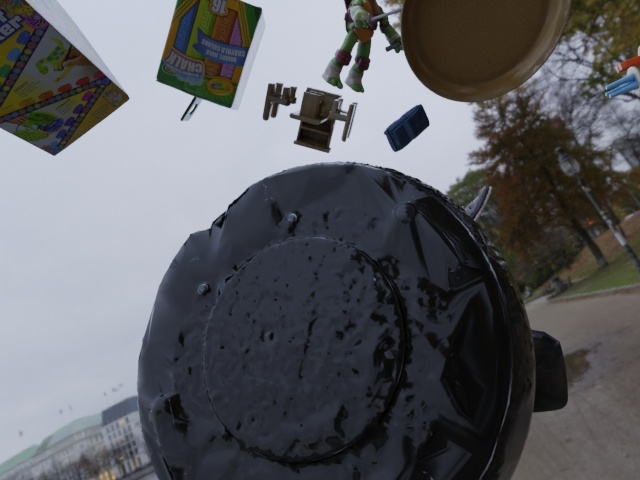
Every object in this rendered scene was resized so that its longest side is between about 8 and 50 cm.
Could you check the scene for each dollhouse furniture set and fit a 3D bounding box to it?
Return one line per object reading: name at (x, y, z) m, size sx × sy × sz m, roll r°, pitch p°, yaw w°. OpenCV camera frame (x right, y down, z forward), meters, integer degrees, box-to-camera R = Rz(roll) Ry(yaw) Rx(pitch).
dollhouse furniture set at (-0.023, -0.308, 1.176) m, size 0.242 × 0.212 × 0.161 m, roll -63°, pitch -12°, yaw -68°

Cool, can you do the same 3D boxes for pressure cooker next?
pressure cooker at (0.061, 0.148, 0.537) m, size 0.375 × 0.370 × 0.420 m, roll -48°, pitch -29°, yaw 0°

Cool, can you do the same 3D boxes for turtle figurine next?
turtle figurine at (0.135, -0.495, 1.118) m, size 0.266 × 0.275 × 0.198 m, roll -62°, pitch -4°, yaw 32°

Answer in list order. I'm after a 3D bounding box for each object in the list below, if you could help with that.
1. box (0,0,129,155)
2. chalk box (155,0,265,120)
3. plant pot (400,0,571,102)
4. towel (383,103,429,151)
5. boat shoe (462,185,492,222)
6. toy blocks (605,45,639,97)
box at (-0.509, -0.336, 0.697) m, size 0.177 × 0.290 × 0.279 m, roll -38°, pitch -12°, yaw -2°
chalk box at (-0.258, -0.413, 1.047) m, size 0.180 × 0.179 × 0.289 m, roll -106°, pitch 35°, yaw -73°
plant pot at (0.230, -0.320, 0.638) m, size 0.236 × 0.032 × 0.236 m, roll -1°, pitch -58°, yaw -1°
towel at (0.209, -0.269, 1.071) m, size 0.119 × 0.067 × 0.029 m, roll -41°, pitch 26°, yaw -14°
boat shoe at (0.379, -0.059, 1.179) m, size 0.206 × 0.065 × 0.075 m, roll -63°, pitch -17°, yaw 14°
toy blocks at (0.576, -0.307, 0.796) m, size 0.148 × 0.123 × 0.054 m, roll -21°, pitch -59°, yaw 19°
